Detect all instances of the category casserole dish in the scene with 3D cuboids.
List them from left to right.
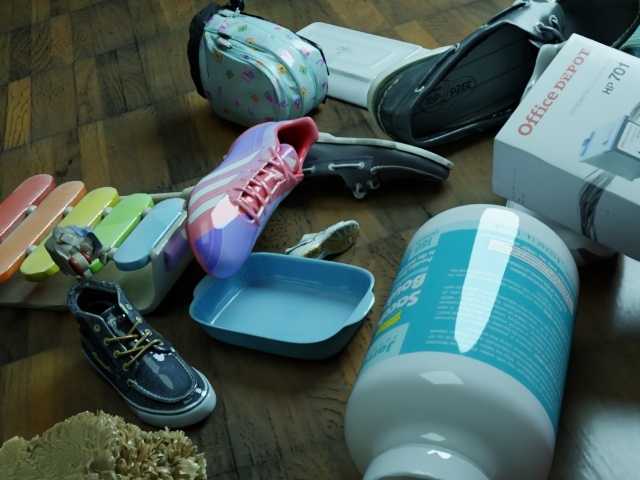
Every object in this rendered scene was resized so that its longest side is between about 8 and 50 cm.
[{"bbox_3d":[-0.033,0.063,0.976,0.188,0.037,0.114,7,40,32],"label":"casserole dish"}]

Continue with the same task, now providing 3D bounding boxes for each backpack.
[{"bbox_3d":[-0.079,-0.208,1.316,0.182,0.152,0.115,26,56,30],"label":"backpack"}]

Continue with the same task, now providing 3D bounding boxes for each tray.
[{"bbox_3d":[0.032,-0.246,1.409,0.145,0.030,0.270,-36,38,-26],"label":"tray"}]

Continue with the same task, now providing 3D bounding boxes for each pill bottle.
[{"bbox_3d":[0.103,0.101,0.761,0.146,0.146,0.264,-1,35,21],"label":"pill bottle"}]

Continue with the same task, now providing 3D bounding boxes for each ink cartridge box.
[{"bbox_3d":[0.259,-0.070,0.872,0.190,0.082,0.140,29,67,23],"label":"ink cartridge box"}]

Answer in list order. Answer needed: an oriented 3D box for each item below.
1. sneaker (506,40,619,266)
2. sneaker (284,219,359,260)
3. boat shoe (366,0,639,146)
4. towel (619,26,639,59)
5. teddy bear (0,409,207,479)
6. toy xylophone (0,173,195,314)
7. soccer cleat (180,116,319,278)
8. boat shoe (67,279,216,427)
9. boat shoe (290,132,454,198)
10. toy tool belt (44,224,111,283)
[{"bbox_3d":[0.223,-0.085,1.002,0.110,0.129,0.297,-6,36,10],"label":"sneaker"},{"bbox_3d":[0.000,0.000,1.058,0.083,0.032,0.037,-31,36,-22],"label":"sneaker"},{"bbox_3d":[0.219,-0.196,1.159,0.340,0.127,0.113,-20,26,-1],"label":"boat shoe"},{"bbox_3d":[0.504,-0.295,1.281,0.271,0.040,0.370,-3,37,21],"label":"towel"},{"bbox_3d":[-0.141,0.271,0.673,0.245,0.113,0.338,-31,43,-10],"label":"teddy bear"},{"bbox_3d":[-0.254,-0.010,1.134,0.322,0.081,0.236,-3,35,18],"label":"toy xylophone"},{"bbox_3d":[-0.066,-0.053,1.046,0.095,0.083,0.248,-25,22,24],"label":"soccer cleat"},{"bbox_3d":[-0.168,0.099,0.935,0.065,0.083,0.183,-36,39,-28],"label":"boat shoe"},{"bbox_3d":[0.045,-0.075,1.145,0.206,0.075,0.065,10,84,26],"label":"boat shoe"},{"bbox_3d":[-0.223,0.005,0.985,0.051,0.052,0.083,-38,26,-22],"label":"toy tool belt"}]
